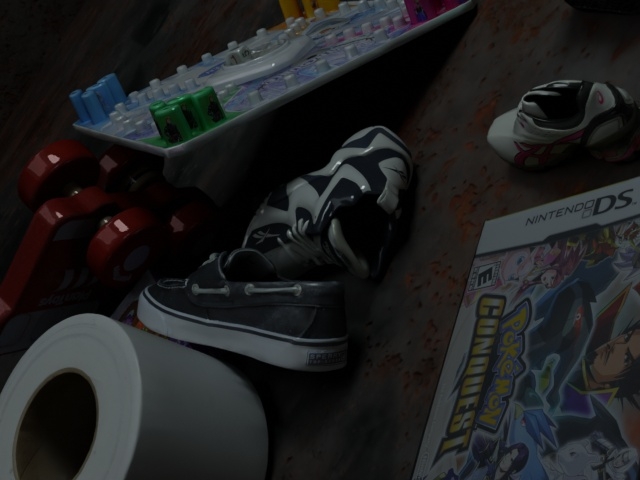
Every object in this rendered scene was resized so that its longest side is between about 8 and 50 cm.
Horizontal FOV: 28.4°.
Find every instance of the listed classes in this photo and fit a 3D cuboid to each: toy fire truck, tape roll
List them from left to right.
[{"bbox_3d":[-0.270,0.021,1.563,0.169,0.302,0.254,43,115,21],"label":"toy fire truck"},{"bbox_3d":[-0.195,0.210,1.245,0.246,0.169,0.246,-22,55,36],"label":"tape roll"}]

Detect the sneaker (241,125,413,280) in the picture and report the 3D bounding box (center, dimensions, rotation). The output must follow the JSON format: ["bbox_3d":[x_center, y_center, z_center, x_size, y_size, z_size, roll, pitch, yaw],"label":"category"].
[{"bbox_3d":[0.000,0.000,1.287,0.235,0.094,0.153,-34,25,22],"label":"sneaker"}]

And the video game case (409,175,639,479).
[{"bbox_3d":[0.183,0.082,0.949,0.248,0.035,0.274,-17,47,53],"label":"video game case"}]

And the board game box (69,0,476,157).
[{"bbox_3d":[-0.076,-0.218,1.475,0.390,0.050,0.390,-28,19,-19],"label":"board game box"}]

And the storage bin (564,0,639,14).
[{"bbox_3d":[0.271,-0.306,1.147,0.180,0.084,0.122,-61,30,-1],"label":"storage bin"}]

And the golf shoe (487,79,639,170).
[{"bbox_3d":[0.197,-0.107,1.077,0.186,0.086,0.067,-4,59,60],"label":"golf shoe"}]

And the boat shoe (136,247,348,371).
[{"bbox_3d":[-0.084,0.057,1.290,0.301,0.108,0.102,10,100,51],"label":"boat shoe"}]

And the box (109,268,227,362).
[{"bbox_3d":[-0.231,0.205,1.453,0.293,0.057,0.201,-51,42,14],"label":"box"}]
